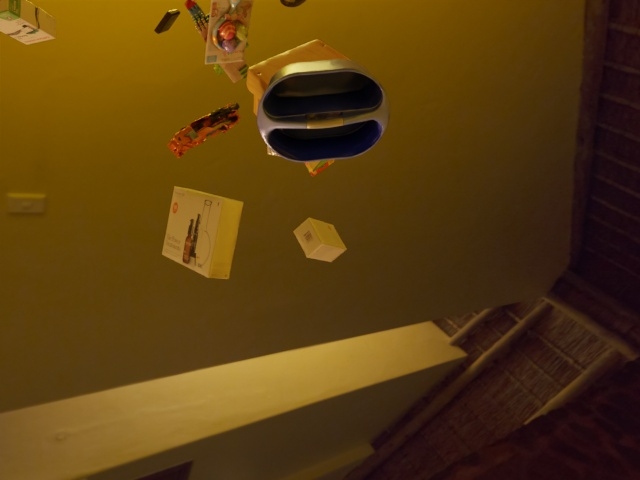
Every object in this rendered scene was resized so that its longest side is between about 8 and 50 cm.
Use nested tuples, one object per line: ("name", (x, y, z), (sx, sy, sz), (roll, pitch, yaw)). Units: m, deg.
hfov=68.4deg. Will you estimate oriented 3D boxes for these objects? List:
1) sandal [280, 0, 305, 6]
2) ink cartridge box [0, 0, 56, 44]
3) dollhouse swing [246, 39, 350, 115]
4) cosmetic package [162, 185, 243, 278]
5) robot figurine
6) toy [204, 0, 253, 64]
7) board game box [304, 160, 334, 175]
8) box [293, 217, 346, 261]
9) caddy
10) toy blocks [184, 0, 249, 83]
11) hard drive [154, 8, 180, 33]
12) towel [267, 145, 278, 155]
("sandal", (-0.076, -0.960, 1.730), (0.086, 0.120, 0.302), (116, -12, -64))
("ink cartridge box", (-1.181, -0.867, 1.840), (0.161, 0.219, 0.092), (-3, -94, 16))
("dollhouse swing", (-0.096, -0.620, 1.986), (0.315, 0.347, 0.304), (44, -26, 30))
("cosmetic package", (-0.453, -0.039, 1.770), (0.377, 0.098, 0.284), (16, -86, 46))
("robot figurine", (-0.421, -0.415, 1.750), (0.085, 0.291, 0.211), (60, -23, -14))
("toy", (-0.255, -0.617, 1.367), (0.056, 0.137, 0.237), (49, -39, 29))
("board game box", (-0.036, -0.376, 1.741), (0.039, 0.124, 0.259), (19, -38, 55))
("box", (0.000, 0.000, 1.836), (0.091, 0.171, 0.130), (-41, -120, 22))
("caddy", (0.007, -0.334, 1.231), (0.179, 0.342, 0.241), (-96, 180, -55))
("toy blocks", (-0.436, -0.862, 1.991), (0.191, 0.261, 0.381), (-31, -117, 6))
("hard drive", (-0.597, -0.857, 1.840), (0.094, 0.022, 0.135), (-43, -158, 20))
("towel", (-0.100, -0.483, 1.957), (0.235, 0.121, 0.283), (16, -62, 21))
